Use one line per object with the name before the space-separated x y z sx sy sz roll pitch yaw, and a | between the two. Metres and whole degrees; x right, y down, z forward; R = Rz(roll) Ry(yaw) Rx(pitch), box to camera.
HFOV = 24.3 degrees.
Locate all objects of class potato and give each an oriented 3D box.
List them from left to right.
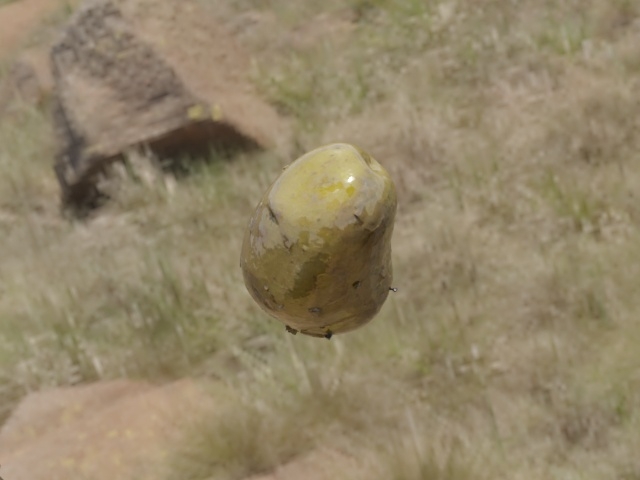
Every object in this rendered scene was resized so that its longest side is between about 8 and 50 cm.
potato | 0.000 0.000 1.184 0.137 0.176 0.137 4 42 -3

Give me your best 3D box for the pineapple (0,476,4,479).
pineapple | -0.142 0.180 0.628 0.310 0.141 0.170 39 87 29
